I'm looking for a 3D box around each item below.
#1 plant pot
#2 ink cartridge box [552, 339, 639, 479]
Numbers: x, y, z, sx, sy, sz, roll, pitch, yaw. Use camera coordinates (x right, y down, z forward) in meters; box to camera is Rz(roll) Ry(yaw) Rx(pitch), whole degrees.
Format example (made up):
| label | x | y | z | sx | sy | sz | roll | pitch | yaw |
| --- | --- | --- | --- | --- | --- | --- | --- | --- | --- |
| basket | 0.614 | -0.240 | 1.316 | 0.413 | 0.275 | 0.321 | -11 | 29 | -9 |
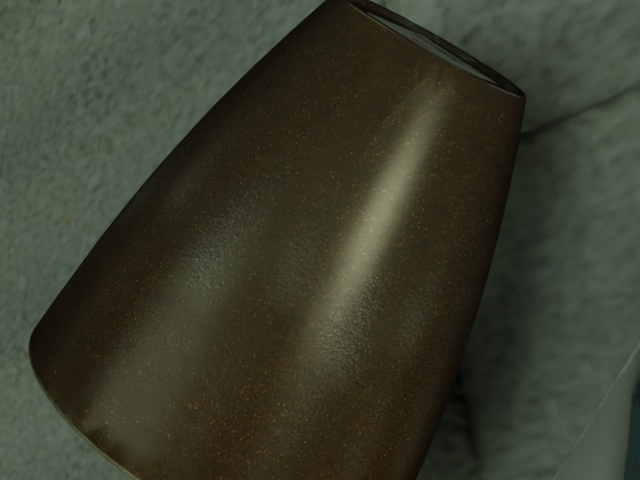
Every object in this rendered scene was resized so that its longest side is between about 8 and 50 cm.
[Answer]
| label | x | y | z | sx | sy | sz | roll | pitch | yaw |
| --- | --- | --- | --- | --- | --- | --- | --- | --- | --- |
| plant pot | 0.000 | 0.000 | 0.710 | 0.215 | 0.215 | 0.230 | 42 | 108 | 43 |
| ink cartridge box | 0.187 | 0.114 | 0.497 | 0.261 | 0.066 | 0.296 | -107 | 35 | -54 |
